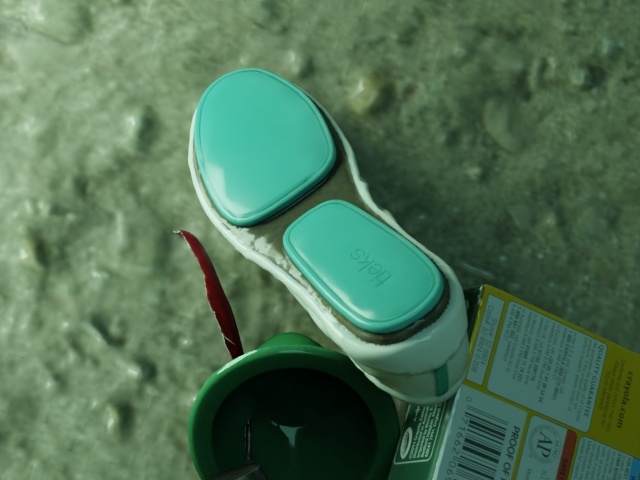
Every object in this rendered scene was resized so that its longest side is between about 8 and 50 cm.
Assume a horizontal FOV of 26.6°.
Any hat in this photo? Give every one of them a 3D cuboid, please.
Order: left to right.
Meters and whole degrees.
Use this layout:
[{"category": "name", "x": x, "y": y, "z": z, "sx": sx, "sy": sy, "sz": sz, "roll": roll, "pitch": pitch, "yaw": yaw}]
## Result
[{"category": "hat", "x": -0.027, "y": 0.111, "z": 1.164, "sx": 0.173, "sy": 0.183, "sz": 0.208, "roll": -8, "pitch": 118, "yaw": 1}]

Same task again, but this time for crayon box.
[{"category": "crayon box", "x": 0.222, "y": 0.193, "z": 1.114, "sx": 0.323, "sy": 0.083, "sz": 0.203, "roll": 24, "pitch": 70, "yaw": -18}]

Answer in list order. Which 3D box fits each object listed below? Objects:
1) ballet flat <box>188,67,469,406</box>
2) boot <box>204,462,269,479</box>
[{"category": "ballet flat", "x": 0.000, "y": 0.000, "z": 1.118, "sx": 0.139, "sy": 0.139, "sz": 0.400, "roll": -23, "pitch": 41, "yaw": -14}, {"category": "boot", "x": -0.109, "y": 0.351, "z": 1.061, "sx": 0.264, "sy": 0.096, "sz": 0.280, "roll": -22, "pitch": 91, "yaw": -16}]
